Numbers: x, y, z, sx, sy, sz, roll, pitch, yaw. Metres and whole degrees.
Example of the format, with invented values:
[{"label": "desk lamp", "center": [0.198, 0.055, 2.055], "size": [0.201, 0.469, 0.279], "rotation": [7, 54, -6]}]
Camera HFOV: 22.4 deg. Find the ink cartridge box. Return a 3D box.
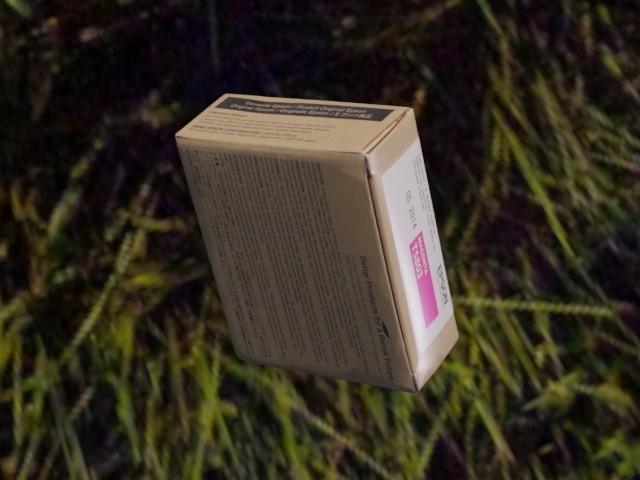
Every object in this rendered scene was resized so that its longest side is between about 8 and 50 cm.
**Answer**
[{"label": "ink cartridge box", "center": [0.000, 0.000, 1.366], "size": [0.088, 0.193, 0.234], "rotation": [-45, 133, -44]}]
